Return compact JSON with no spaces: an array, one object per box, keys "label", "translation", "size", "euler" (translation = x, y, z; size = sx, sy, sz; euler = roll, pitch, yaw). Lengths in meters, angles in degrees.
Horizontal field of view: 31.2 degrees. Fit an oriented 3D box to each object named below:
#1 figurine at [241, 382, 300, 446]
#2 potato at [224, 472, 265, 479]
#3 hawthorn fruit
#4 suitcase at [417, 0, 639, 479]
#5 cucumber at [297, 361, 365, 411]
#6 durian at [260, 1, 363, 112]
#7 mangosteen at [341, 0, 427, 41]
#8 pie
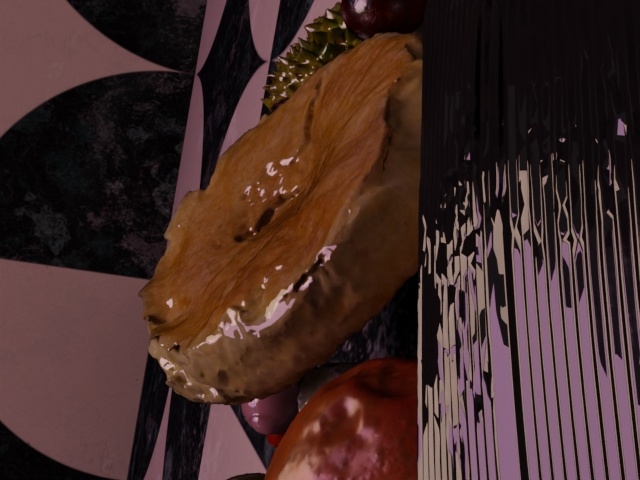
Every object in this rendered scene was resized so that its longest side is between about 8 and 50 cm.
[{"label":"figurine","translation":[-0.050,0.170,1.216],"size":[0.067,0.071,0.083],"euler":[-24,55,23]},{"label":"potato","translation":[-0.010,0.347,0.710],"size":[0.296,0.397,0.289],"euler":[13,104,32]},{"label":"hawthorn fruit","translation":[0.081,0.101,0.675],"size":[0.285,0.165,0.165],"euler":[-55,16,3]},{"label":"suitcase","translation":[0.128,-0.023,0.432],"size":[0.229,0.152,0.335],"euler":[126,149,-64]},{"label":"cucumber","translation":[0.042,0.112,0.793],"size":[0.064,0.112,0.064],"euler":[-172,90,-69]},{"label":"durian","translation":[0.004,-0.175,1.106],"size":[0.187,0.119,0.108],"euler":[144,129,-73]},{"label":"mangosteen","translation":[0.054,-0.210,1.002],"size":[0.081,0.081,0.080],"euler":[-171,90,-76]},{"label":"pie","translation":[-0.015,-0.023,0.870],"size":[0.339,0.083,0.339],"euler":[-36,27,22]}]
